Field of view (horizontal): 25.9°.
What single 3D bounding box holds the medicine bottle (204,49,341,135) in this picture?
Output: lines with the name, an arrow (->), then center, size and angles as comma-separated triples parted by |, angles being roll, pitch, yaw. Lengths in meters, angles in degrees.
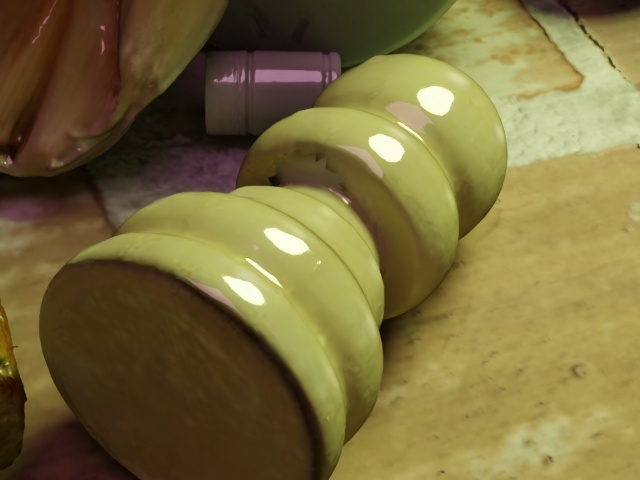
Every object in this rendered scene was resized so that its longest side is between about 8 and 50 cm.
medicine bottle -> -0.031, -0.096, 0.913 | 0.089, 0.057, 0.057 | 0, 45, -3

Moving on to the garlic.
garlic -> -0.170, -0.137, 0.894 | 0.217, 0.110, 0.228 | 31, 87, 28

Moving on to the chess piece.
chess piece -> 0.000, 0.000, 0.769 | 0.167, 0.167, 0.300 | 23, 42, 19

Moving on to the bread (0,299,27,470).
bread -> -0.229, 0.047, 0.728 | 0.132, 0.103, 0.172 | -10, 44, -17

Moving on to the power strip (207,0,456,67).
power strip -> -0.008, -0.292, 0.901 | 0.357, 0.357, 0.161 | 20, 46, 17
